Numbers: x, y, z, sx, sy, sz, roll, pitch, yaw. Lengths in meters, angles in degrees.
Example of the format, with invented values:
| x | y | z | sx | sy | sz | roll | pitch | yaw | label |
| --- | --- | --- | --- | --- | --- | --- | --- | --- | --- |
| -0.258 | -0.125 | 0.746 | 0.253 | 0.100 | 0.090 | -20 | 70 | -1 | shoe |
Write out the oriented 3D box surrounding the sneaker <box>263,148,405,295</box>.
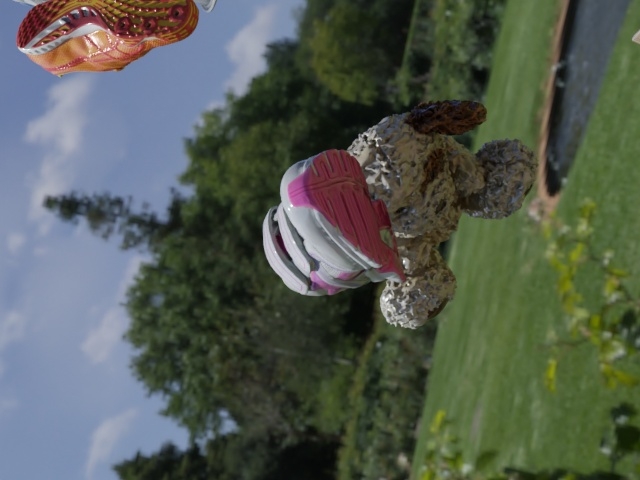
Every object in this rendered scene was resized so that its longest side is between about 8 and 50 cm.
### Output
| x | y | z | sx | sy | sz | roll | pitch | yaw | label |
| --- | --- | --- | --- | --- | --- | --- | --- | --- | --- |
| 0.000 | 0.000 | 1.006 | 0.252 | 0.111 | 0.102 | 49 | -154 | -69 | sneaker |

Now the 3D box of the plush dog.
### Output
| x | y | z | sx | sy | sz | roll | pitch | yaw | label |
| --- | --- | --- | --- | --- | --- | --- | --- | --- | --- |
| 0.095 | -0.062 | 1.285 | 0.262 | 0.211 | 0.225 | -52 | -25 | -4 | plush dog |

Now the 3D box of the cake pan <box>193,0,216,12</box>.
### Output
| x | y | z | sx | sy | sz | roll | pitch | yaw | label |
| --- | --- | --- | --- | --- | --- | --- | --- | --- | --- |
| -0.187 | -0.473 | 1.617 | 0.293 | 0.054 | 0.293 | 177 | 90 | -76 | cake pan |

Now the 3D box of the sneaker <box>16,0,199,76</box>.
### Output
| x | y | z | sx | sy | sz | roll | pitch | yaw | label |
| --- | --- | --- | --- | --- | --- | --- | --- | --- | --- |
| -0.160 | -0.167 | 0.897 | 0.067 | 0.175 | 0.064 | 34 | -117 | -50 | sneaker |

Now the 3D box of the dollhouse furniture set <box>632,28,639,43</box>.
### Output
| x | y | z | sx | sy | sz | roll | pitch | yaw | label |
| --- | --- | --- | --- | --- | --- | --- | --- | --- | --- |
| 0.497 | -0.232 | 1.568 | 0.144 | 0.123 | 0.151 | 117 | 177 | -69 | dollhouse furniture set |

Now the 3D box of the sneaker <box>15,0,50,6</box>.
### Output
| x | y | z | sx | sy | sz | roll | pitch | yaw | label |
| --- | --- | --- | --- | --- | --- | --- | --- | --- | --- |
| -0.270 | -0.288 | 1.102 | 0.296 | 0.131 | 0.111 | -29 | -78 | -48 | sneaker |
